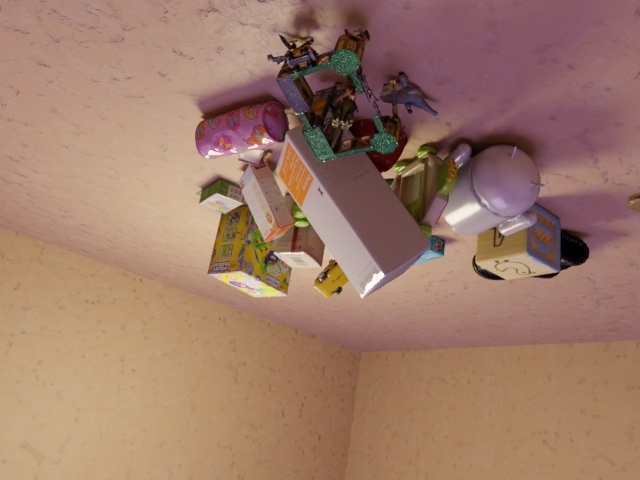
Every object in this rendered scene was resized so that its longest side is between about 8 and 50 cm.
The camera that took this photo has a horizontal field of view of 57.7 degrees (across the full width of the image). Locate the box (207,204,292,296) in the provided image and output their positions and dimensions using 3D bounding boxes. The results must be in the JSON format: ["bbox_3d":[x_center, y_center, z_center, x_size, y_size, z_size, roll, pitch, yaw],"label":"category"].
[{"bbox_3d":[-0.258,0.048,2.291,0.177,0.278,0.290,-6,154,34],"label":"box"}]

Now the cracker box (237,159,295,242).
[{"bbox_3d":[-0.178,-0.127,1.892,0.067,0.232,0.156,-23,173,-27],"label":"cracker box"}]

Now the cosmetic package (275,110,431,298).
[{"bbox_3d":[0.074,-0.094,1.566,0.162,0.453,0.230,-30,167,-21],"label":"cosmetic package"}]

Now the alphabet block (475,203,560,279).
[{"bbox_3d":[0.651,0.004,1.913,0.193,0.193,0.197,25,154,-32],"label":"alphabet block"}]

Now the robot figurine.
[{"bbox_3d":[0.463,-0.139,1.615,0.300,0.199,0.353,43,153,-5],"label":"robot figurine"}]

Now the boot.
[{"bbox_3d":[0.743,0.054,2.078,0.349,0.131,0.260,-2,166,-1],"label":"boot"}]

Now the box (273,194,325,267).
[{"bbox_3d":[-0.061,-0.033,2.061,0.127,0.232,0.148,-2,156,26],"label":"box"}]

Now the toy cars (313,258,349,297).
[{"bbox_3d":[0.075,0.016,2.004,0.177,0.087,0.393,1,118,-15],"label":"toy cars"}]

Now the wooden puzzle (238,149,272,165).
[{"bbox_3d":[-0.214,-0.268,1.799,0.117,0.014,0.078,19,132,-18],"label":"wooden puzzle"}]

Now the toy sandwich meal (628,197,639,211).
[{"bbox_3d":[0.953,-0.112,1.718,0.086,0.029,0.085,9,154,5],"label":"toy sandwich meal"}]

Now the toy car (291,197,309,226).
[{"bbox_3d":[0.005,-0.139,1.896,0.189,0.154,0.149,-2,158,3],"label":"toy car"}]

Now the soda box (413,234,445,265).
[{"bbox_3d":[0.396,0.044,2.296,0.071,0.067,0.210,20,156,-26],"label":"soda box"}]

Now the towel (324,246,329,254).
[{"bbox_3d":[0.000,0.000,2.334,0.187,0.049,0.282,0,161,-7],"label":"towel"}]

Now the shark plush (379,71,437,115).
[{"bbox_3d":[0.210,-0.334,1.403,0.161,0.067,0.073,26,153,-36],"label":"shark plush"}]

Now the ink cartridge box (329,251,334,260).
[{"bbox_3d":[0.197,0.033,2.194,0.226,0.131,0.306,-1,166,-28],"label":"ink cartridge box"}]

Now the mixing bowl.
[{"bbox_3d":[0.147,-0.246,1.617,0.182,0.098,0.181,9,160,3],"label":"mixing bowl"}]

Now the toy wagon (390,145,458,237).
[{"bbox_3d":[0.284,-0.129,1.623,0.068,0.267,0.344,17,158,-22],"label":"toy wagon"}]

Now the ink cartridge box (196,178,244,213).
[{"bbox_3d":[-0.372,-0.153,2.124,0.109,0.062,0.209,22,156,-31],"label":"ink cartridge box"}]

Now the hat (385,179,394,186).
[{"bbox_3d":[0.276,-0.114,1.933,0.173,0.208,0.184,-50,167,26],"label":"hat"}]

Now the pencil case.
[{"bbox_3d":[-0.220,-0.303,1.609,0.284,0.124,0.124,-7,154,37],"label":"pencil case"}]

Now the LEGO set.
[{"bbox_3d":[0.051,-0.348,1.324,0.255,0.192,0.331,-16,131,32],"label":"LEGO set"}]
